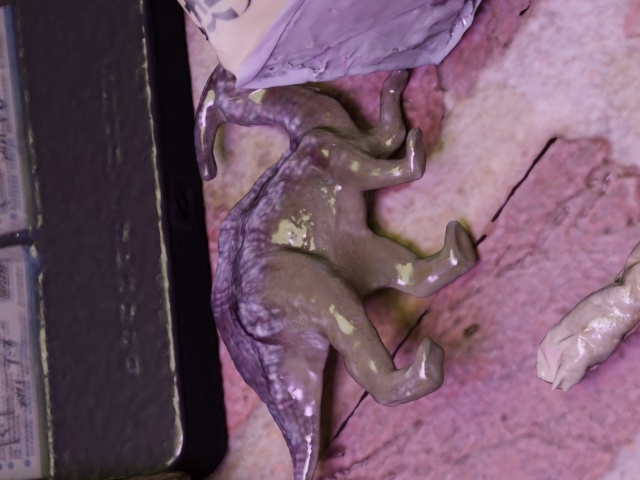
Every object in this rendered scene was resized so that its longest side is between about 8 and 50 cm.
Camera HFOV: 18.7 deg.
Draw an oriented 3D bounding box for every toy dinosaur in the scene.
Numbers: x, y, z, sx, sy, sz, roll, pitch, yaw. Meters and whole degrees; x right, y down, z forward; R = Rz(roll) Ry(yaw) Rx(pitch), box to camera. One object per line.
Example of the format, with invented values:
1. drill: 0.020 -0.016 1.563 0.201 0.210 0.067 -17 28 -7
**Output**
1. toy dinosaur: 0.004 0.000 1.174 0.162 0.077 0.294 -17 62 28

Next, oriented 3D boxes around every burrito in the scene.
1. burrito: 0.187 0.014 1.091 0.041 0.045 0.185 40 102 -11

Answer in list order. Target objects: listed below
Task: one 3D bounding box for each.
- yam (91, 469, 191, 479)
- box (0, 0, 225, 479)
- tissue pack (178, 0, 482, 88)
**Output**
1. yam: -0.191 0.235 1.191 0.304 0.168 0.168 -11 79 24
2. box: -0.177 -0.005 1.274 0.211 0.058 0.350 -11 79 27
3. tissue pack: -0.018 -0.341 1.114 0.405 0.205 0.332 54 129 22
